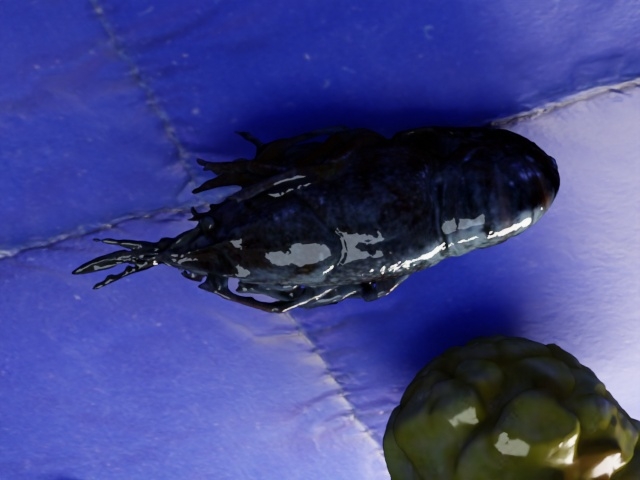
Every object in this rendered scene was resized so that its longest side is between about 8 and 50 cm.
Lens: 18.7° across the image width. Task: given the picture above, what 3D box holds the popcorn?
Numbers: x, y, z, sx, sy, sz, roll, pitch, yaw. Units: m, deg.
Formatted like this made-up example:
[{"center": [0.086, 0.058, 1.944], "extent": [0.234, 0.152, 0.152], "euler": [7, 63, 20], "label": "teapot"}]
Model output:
[{"center": [0.167, 0.217, 1.692], "extent": [0.224, 0.270, 0.258], "euler": [4, 179, 34], "label": "popcorn"}]

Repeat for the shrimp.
[{"center": [0.002, 0.000, 1.497], "extent": [0.372, 0.137, 0.172], "euler": [-9, 122, 6], "label": "shrimp"}]
